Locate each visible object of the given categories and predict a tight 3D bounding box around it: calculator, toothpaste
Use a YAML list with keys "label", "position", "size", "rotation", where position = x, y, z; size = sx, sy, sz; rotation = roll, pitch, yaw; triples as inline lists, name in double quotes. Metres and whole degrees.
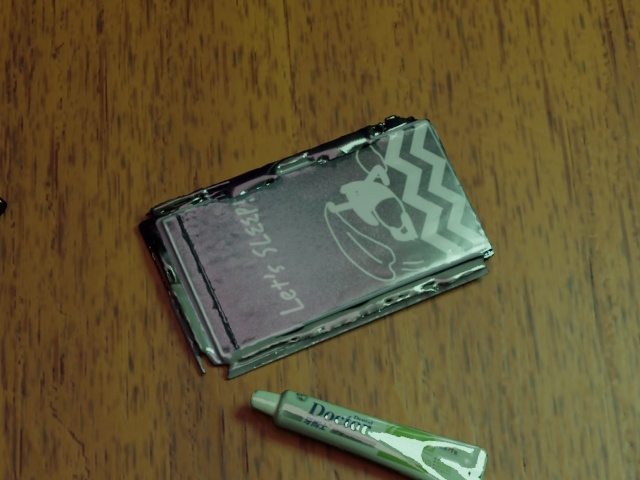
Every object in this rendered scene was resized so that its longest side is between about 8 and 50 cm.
- label: "calculator"
  position: [0.000, 0.000, 1.352]
  size: [0.274, 0.028, 0.166]
  rotation: [-21, 72, -13]
- label: "toothpaste"
  position: [0.038, 0.157, 1.280]
  size: [0.197, 0.029, 0.048]
  rotation: [19, 65, 0]

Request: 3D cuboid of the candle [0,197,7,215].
- label: "candle"
  position: [-0.416, -0.094, 1.333]
  size: [0.329, 0.051, 0.048]
  rotation: [27, 62, 6]
